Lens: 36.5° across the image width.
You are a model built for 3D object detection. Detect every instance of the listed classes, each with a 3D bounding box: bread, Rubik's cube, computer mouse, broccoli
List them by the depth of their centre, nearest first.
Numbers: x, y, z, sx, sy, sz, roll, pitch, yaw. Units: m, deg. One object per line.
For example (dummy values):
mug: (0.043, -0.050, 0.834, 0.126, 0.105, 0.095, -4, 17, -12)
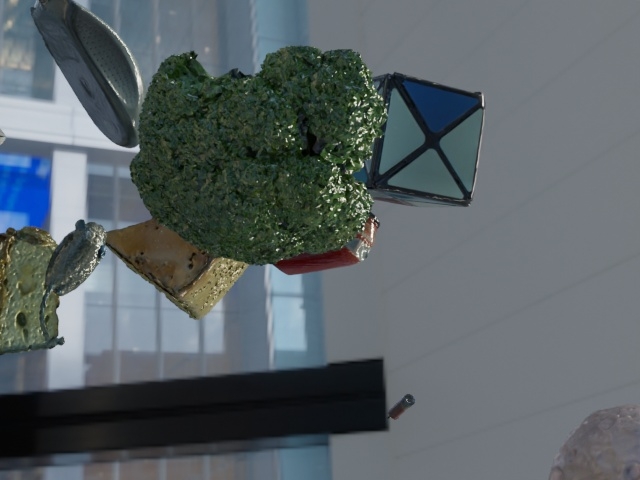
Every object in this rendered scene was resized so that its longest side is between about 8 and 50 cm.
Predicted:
broccoli: (-0.099, -0.119, 1.388, 0.413, 0.321, 0.310, -59, -136, 50)
bread: (-0.510, 0.087, 1.658, 0.088, 0.128, 0.232, -141, -124, -66)
computer mouse: (-0.448, -0.360, 1.956, 0.188, 0.122, 0.371, 16, -38, 48)
bread: (-0.260, -0.027, 1.969, 0.315, 0.279, 0.248, -59, 161, -15)
Rubik's cube: (0.181, -0.208, 2.076, 0.248, 0.250, 0.246, -179, -83, -68)

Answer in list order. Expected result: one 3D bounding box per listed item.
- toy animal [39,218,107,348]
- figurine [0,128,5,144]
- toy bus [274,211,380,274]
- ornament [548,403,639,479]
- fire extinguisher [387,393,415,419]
toy animal: (-0.394, 0.062, 1.499, 0.079, 0.070, 0.253, -42, -156, 42)
figurine: (-0.601, -0.100, 1.569, 0.245, 0.110, 0.138, -47, -111, 20)
toy bus: (0.000, 0.000, 2.092, 0.265, 0.121, 0.120, -11, -127, 40)
ornament: (0.477, 0.375, 1.452, 0.225, 0.259, 0.259, -23, -116, 52)
fire extinguisher: (0.140, 0.294, 1.698, 0.022, 0.028, 0.083, 52, -37, 14)
